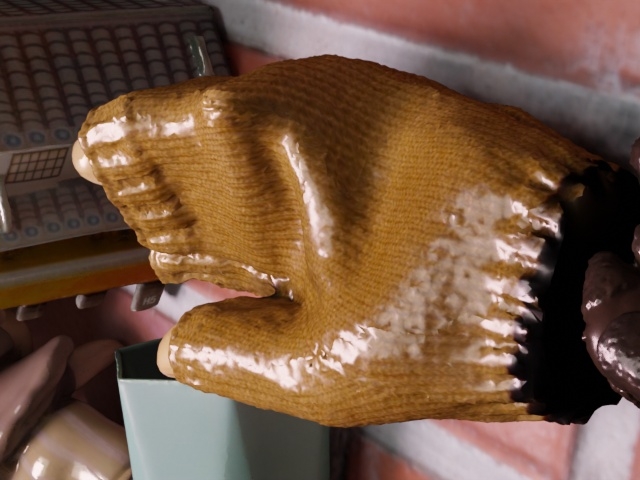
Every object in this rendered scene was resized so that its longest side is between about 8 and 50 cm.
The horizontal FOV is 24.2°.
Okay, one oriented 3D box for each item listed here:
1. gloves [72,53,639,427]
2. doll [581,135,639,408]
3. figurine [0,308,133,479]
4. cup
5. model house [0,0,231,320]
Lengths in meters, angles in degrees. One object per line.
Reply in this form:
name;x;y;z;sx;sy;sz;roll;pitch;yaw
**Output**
gloves;0.015;0.001;0.830;0.356;0.155;0.203;14;102;30
doll;0.179;0.022;0.679;0.139;0.057;0.165;-30;69;6
figurine;-0.288;0.115;1.155;0.381;0.203;0.248;35;120;15
cup;-0.057;0.184;0.963;0.134;0.148;0.235;8;104;54
model house;-0.197;-0.071;1.050;0.198;0.224;0.215;56;139;31
